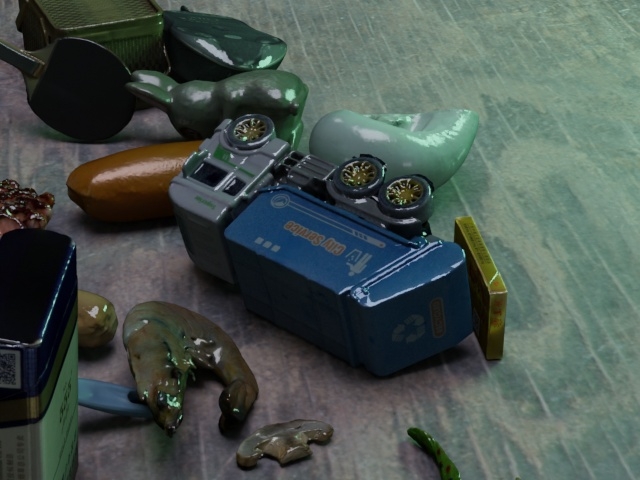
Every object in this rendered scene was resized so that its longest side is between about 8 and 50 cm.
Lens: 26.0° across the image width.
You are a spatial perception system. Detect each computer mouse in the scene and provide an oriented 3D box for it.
[{"bbox_3d":[-0.164,-0.282,2.027,0.167,0.090,0.379,5,19,-19],"label":"computer mouse"}]

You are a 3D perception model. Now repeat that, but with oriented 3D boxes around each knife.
[{"bbox_3d":[-0.282,0.136,1.296,0.313,0.019,0.044,15,40,-29],"label":"knife"}]

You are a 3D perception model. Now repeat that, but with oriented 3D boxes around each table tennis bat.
[{"bbox_3d":[-0.348,-0.216,1.841,0.220,0.130,0.019,27,8,-4],"label":"table tennis bat"}]

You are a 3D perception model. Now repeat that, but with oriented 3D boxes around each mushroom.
[{"bbox_3d":[-0.035,0.193,1.324,0.101,0.019,0.049,-16,36,-25],"label":"mushroom"}]

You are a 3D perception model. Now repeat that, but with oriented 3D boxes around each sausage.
[{"bbox_3d":[-0.352,0.059,1.485,0.301,0.066,0.066,14,34,20],"label":"sausage"},{"bbox_3d":[-0.188,-0.073,1.682,0.238,0.098,0.098,-8,33,-18],"label":"sausage"}]

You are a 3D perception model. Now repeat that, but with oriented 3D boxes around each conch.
[{"bbox_3d":[0.092,-0.118,1.733,0.221,0.121,0.185,-7,34,-20],"label":"conch"}]

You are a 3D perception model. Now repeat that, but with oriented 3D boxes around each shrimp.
[{"bbox_3d":[-0.124,0.139,1.361,0.145,0.059,0.254,22,18,-25],"label":"shrimp"}]

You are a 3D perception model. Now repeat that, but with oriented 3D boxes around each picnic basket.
[{"bbox_3d":[-0.329,-0.291,1.982,0.165,0.139,0.267,-13,35,-21],"label":"picnic basket"}]

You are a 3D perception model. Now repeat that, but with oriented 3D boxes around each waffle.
[{"bbox_3d":[-0.417,-0.030,1.595,0.221,0.055,0.234,-4,14,-27],"label":"waffle"}]

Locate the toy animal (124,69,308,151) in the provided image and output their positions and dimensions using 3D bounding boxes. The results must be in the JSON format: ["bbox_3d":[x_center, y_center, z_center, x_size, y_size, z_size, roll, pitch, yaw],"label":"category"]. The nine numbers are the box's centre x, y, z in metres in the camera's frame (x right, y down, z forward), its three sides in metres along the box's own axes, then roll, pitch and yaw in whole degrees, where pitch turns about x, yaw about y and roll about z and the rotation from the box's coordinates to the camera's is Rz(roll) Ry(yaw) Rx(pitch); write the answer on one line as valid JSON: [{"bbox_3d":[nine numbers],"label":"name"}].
[{"bbox_3d":[-0.131,-0.174,1.836,0.236,0.108,0.138,6,39,14],"label":"toy animal"}]

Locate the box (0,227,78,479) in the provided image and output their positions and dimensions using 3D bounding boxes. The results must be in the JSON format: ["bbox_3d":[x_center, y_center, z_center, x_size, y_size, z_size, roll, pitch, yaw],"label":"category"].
[{"bbox_3d":[-0.251,0.140,1.174,0.071,0.259,0.168,4,31,0],"label":"box"}]

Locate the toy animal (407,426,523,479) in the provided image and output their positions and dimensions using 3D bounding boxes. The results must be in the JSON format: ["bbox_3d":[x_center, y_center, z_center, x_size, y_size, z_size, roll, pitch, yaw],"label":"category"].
[{"bbox_3d":[0.149,0.226,1.261,0.075,0.041,0.217,-9,29,-14],"label":"toy animal"}]

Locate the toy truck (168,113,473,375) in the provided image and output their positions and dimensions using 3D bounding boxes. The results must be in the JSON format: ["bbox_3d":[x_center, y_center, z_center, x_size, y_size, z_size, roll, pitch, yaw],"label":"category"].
[{"bbox_3d":[0.000,0.000,1.493,0.367,0.146,0.175,25,55,33],"label":"toy truck"}]

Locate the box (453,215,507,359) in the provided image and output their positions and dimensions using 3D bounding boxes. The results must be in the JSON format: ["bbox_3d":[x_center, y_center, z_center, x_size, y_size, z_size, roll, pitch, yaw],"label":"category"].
[{"bbox_3d":[0.171,0.049,1.499,0.022,0.089,0.156,-6,31,-7],"label":"box"}]
